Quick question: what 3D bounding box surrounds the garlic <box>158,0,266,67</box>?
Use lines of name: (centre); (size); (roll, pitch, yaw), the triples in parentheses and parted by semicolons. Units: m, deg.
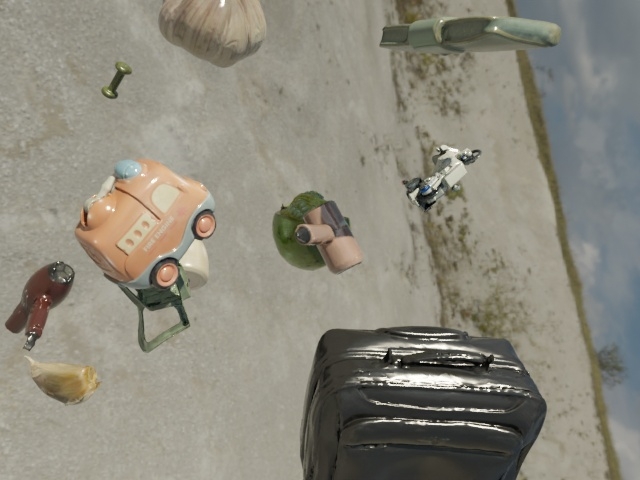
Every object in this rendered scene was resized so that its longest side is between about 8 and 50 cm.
garlic: (-0.311, -0.667, 1.620); (0.259, 0.317, 0.318); (-45, -144, 45)

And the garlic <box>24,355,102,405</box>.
garlic: (-0.511, 0.279, 1.089); (0.066, 0.151, 0.084); (51, 48, -87)

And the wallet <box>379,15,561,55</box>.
wallet: (0.318, -0.459, 1.235); (0.360, 0.252, 0.083); (23, -62, 52)

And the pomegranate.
pomegranate: (-0.009, -0.017, 1.730); (0.340, 0.260, 0.261); (32, -39, 51)

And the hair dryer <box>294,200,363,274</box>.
hair dryer: (0.000, 0.000, 1.392); (0.190, 0.106, 0.344); (63, 17, 6)

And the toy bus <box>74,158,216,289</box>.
toy bus: (-0.384, -0.049, 1.168); (0.288, 0.194, 0.232); (-56, 137, -16)

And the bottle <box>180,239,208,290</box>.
bottle: (-0.418, 0.024, 1.685); (0.148, 0.147, 0.237); (70, 11, -56)

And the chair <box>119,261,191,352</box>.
chair: (-0.433, 0.132, 1.409); (0.203, 0.190, 0.275); (-127, -163, -52)

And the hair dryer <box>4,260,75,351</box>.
hair dryer: (-0.881, 0.246, 1.662); (0.123, 0.312, 0.341); (36, 17, -30)

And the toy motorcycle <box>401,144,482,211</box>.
toy motorcycle: (0.311, -0.169, 1.430); (0.102, 0.221, 0.150); (53, -10, -21)

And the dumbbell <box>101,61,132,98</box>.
dumbbell: (-0.618, -0.484, 1.657); (0.046, 0.118, 0.052); (48, 27, 11)

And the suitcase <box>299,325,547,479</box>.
suitcase: (0.145, 0.293, 0.870); (0.188, 0.344, 0.340); (-96, -167, -61)
